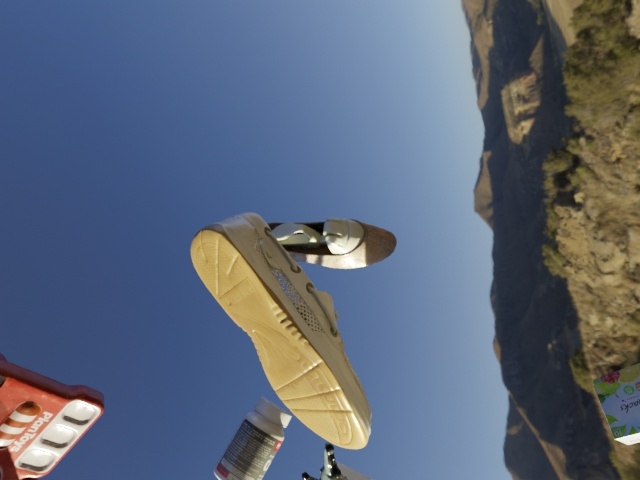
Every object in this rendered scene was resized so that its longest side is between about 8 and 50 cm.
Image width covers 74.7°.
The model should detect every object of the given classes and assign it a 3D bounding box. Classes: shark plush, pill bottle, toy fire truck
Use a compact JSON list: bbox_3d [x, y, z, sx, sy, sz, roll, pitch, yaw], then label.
[{"bbox_3d":[-0.001,0.356,0.596,0.073,0.067,0.161,-53,-26,-47],"label":"shark plush"},{"bbox_3d":[-0.227,0.707,1.463,0.283,0.161,0.161,-58,-45,-18],"label":"pill bottle"},{"bbox_3d":[-0.564,0.347,0.706,0.302,0.169,0.254,-50,-56,-5],"label":"toy fire truck"}]

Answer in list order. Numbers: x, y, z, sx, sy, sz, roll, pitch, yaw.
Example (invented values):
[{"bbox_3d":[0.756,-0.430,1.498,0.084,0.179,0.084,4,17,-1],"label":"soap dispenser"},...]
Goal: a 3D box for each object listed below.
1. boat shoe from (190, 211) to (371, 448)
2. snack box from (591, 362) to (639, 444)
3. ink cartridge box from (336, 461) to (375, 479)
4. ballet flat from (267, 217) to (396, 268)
[{"bbox_3d":[-0.019,0.088,0.446,0.277,0.098,0.096,59,-140,-6],"label":"boat shoe"},{"bbox_3d":[0.510,0.242,0.644,0.037,0.141,0.100,27,-138,-21],"label":"snack box"},{"bbox_3d":[0.110,0.880,1.346,0.117,0.207,0.283,-45,-34,-53],"label":"ink cartridge box"},{"bbox_3d":[0.000,0.000,0.902,0.106,0.316,0.108,57,-145,-54],"label":"ballet flat"}]
